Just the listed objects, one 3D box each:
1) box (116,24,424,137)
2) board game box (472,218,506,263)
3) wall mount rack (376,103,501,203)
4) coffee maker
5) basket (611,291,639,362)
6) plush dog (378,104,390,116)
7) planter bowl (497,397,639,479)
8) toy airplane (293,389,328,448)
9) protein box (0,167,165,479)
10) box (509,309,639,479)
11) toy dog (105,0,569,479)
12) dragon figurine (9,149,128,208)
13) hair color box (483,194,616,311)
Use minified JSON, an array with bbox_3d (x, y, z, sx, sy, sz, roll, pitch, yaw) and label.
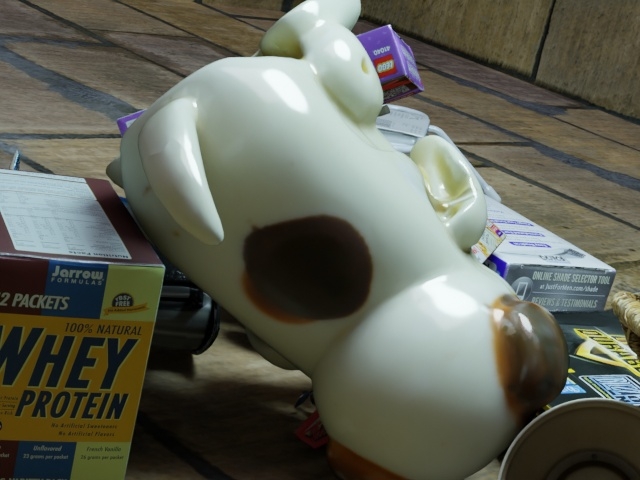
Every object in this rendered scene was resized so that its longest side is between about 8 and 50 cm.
[{"bbox_3d":[-0.044,-0.143,1.404,0.293,0.057,0.201,-18,0,10],"label":"box"},{"bbox_3d":[0.132,0.052,1.516,0.045,0.147,0.193,42,21,5],"label":"board game box"},{"bbox_3d":[0.153,-0.123,2.149,0.304,0.130,0.350,12,17,4],"label":"wall mount rack"},{"bbox_3d":[-0.197,0.027,1.319,0.178,0.120,0.171,7,49,-22],"label":"coffee maker"},{"bbox_3d":[0.349,0.182,1.036,0.223,0.299,0.213,-18,16,37],"label":"basket"},{"bbox_3d":[0.007,-0.009,1.443,0.262,0.225,0.210,-17,0,-34],"label":"plush dog"},{"bbox_3d":[0.227,0.215,1.098,0.162,0.162,0.109,18,-9,12],"label":"planter bowl"},{"bbox_3d":[0.046,0.173,1.260,0.151,0.028,0.151,5,27,-2],"label":"toy airplane"},{"bbox_3d":[-0.230,0.068,1.080,0.136,0.200,0.201,5,19,-23],"label":"protein box"},{"bbox_3d":[0.287,0.148,1.343,0.257,0.079,0.322,-1,14,-14],"label":"box"},{"bbox_3d":[0.035,0.017,1.146,0.408,0.284,0.395,52,5,-2],"label":"toy dog"},{"bbox_3d":[-0.246,-0.002,1.483,0.144,0.085,0.289,3,25,-39],"label":"dragon figurine"},{"bbox_3d":[0.201,0.016,1.760,0.185,0.110,0.339,4,18,-33],"label":"hair color box"}]
